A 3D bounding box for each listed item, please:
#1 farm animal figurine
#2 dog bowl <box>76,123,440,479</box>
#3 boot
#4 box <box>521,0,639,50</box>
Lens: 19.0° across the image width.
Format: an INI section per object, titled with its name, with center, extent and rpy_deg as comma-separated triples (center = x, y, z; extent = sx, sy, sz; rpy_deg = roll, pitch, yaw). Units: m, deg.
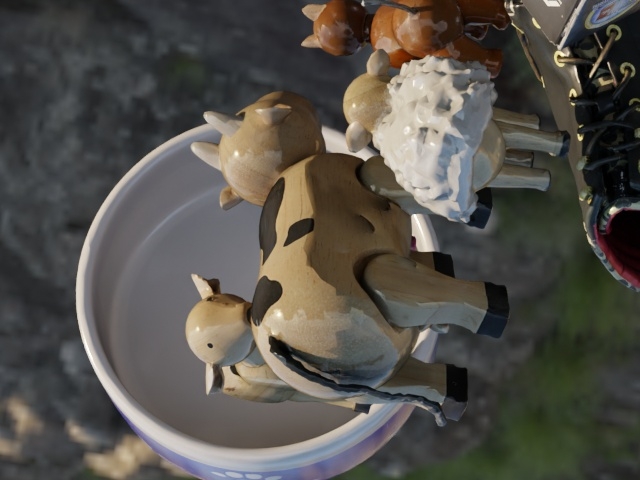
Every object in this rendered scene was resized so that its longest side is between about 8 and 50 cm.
[farm animal figurine]
center = 0.000, 0.000, 1.165
extent = 0.172, 0.330, 0.326
rpy_deg = 11, -157, -12
[dog bowl]
center = -0.042, 0.047, 1.409
extent = 0.265, 0.264, 0.104
rpy_deg = 7, 159, 5
[boot]
center = 0.161, -0.095, 1.100
extent = 0.085, 0.178, 0.236
rpy_deg = -22, 130, 19
[box]
center = 0.144, -0.261, 1.015
extent = 0.216, 0.270, 0.060
rpy_deg = -29, 164, -18
